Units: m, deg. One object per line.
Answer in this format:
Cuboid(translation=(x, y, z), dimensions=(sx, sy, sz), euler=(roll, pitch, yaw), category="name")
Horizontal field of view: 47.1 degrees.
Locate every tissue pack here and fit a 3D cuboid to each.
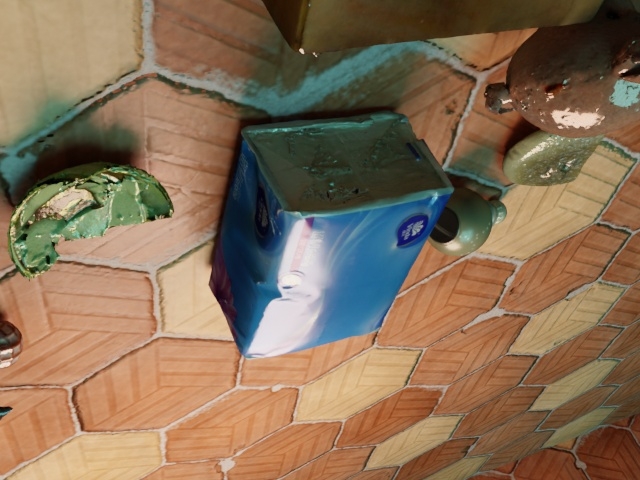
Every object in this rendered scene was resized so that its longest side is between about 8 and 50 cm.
Cuboid(translation=(0.000, 0.000, 0.820), dimensions=(0.198, 0.146, 0.263), euler=(-10, 144, -25), category="tissue pack")

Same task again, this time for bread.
Cuboid(translation=(0.292, -0.103, 0.947), dimensions=(0.112, 0.036, 0.193), euler=(-11, 162, 1), category="bread")

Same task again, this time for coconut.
Cuboid(translation=(-0.224, -0.032, 0.700), dimensions=(0.158, 0.055, 0.133), euler=(-18, 145, -17), category="coconut")

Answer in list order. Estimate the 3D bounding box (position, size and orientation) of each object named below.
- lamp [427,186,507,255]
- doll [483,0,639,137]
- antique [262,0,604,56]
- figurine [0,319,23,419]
Cuboid(translation=(0.206, -0.030, 0.993), dimensions=(0.163, 0.091, 0.091), euler=(-10, 147, -50), category="lamp")
Cuboid(translation=(0.319, -0.204, 0.793), dimensions=(0.201, 0.156, 0.303), euler=(-3, -167, 43), category="doll")
Cuboid(translation=(0.109, -0.231, 0.621), dimensions=(0.310, 0.093, 0.087), euler=(-12, 144, -22), category="antique")
Cuboid(translation=(-0.424, 0.147, 0.720), dimensions=(0.281, 0.167, 0.369), euler=(-49, 158, -47), category="figurine")
